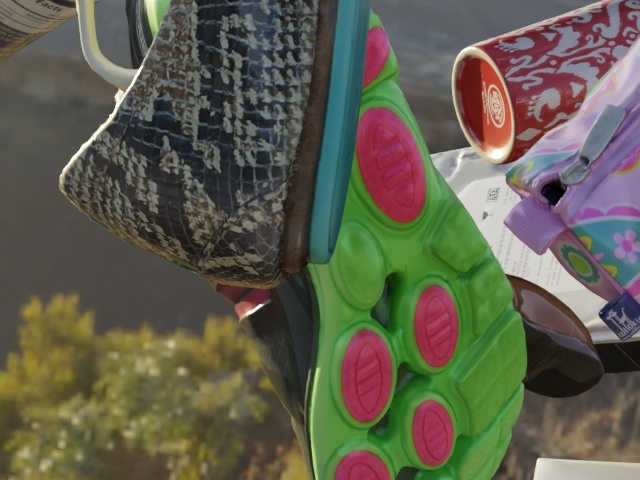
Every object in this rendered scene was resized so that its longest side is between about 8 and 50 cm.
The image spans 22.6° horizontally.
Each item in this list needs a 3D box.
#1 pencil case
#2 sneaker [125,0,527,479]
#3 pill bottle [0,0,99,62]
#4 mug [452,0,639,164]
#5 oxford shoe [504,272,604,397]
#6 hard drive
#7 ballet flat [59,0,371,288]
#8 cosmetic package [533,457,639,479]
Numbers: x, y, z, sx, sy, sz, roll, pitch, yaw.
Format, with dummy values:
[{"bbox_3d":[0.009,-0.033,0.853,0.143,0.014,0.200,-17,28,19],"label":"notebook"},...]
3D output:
[{"bbox_3d":[0.223,-0.085,0.839,0.124,0.284,0.124,43,8,-7],"label":"pencil case"},{"bbox_3d":[0.000,0.000,1.117,0.185,0.482,0.202,-24,18,-20],"label":"sneaker"},{"bbox_3d":[-0.253,-0.233,1.255,0.278,0.162,0.162,-26,-11,28],"label":"pill bottle"},{"bbox_3d":[0.201,-0.106,1.208,0.169,0.150,0.113,-17,-12,-21],"label":"mug"},{"bbox_3d":[0.125,0.051,1.218,0.212,0.076,0.076,29,36,-35],"label":"oxford shoe"},{"bbox_3d":[0.205,0.009,1.442,0.339,0.237,0.064,-9,-36,41],"label":"hard drive"},{"bbox_3d":[-0.022,-0.219,0.729,0.182,0.482,0.164,17,10,4],"label":"ballet flat"},{"bbox_3d":[0.276,0.389,1.422,0.197,0.365,0.155,-2,-22,41],"label":"cosmetic package"}]
